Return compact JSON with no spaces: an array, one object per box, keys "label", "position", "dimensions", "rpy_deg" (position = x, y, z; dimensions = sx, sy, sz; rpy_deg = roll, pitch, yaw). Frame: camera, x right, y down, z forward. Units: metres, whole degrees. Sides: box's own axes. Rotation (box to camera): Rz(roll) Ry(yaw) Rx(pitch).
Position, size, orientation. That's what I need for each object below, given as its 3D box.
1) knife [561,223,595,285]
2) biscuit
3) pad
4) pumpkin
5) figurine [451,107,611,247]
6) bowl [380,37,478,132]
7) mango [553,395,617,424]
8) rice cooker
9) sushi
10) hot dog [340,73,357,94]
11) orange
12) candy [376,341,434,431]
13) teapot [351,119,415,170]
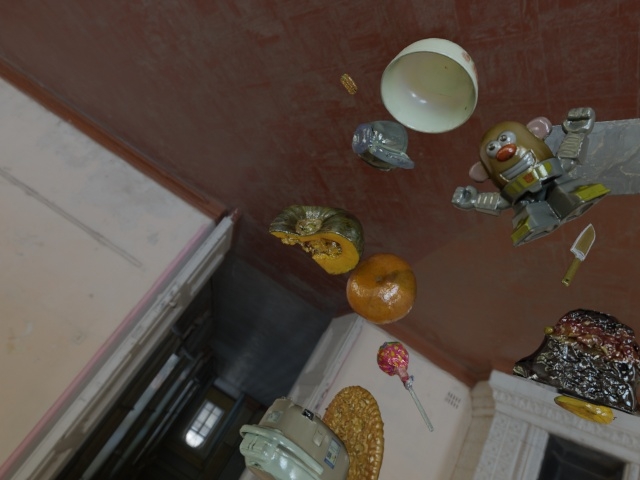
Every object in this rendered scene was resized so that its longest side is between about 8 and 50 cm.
[{"label":"knife","position":[0.729,0.033,1.197],"dimensions":[0.046,0.256,0.022],"rpy_deg":[41,151,9]},{"label":"biscuit","position":[0.054,0.442,0.915],"dimensions":[0.035,0.254,0.254],"rpy_deg":[23,159,-23]},{"label":"pad","position":[0.901,-0.261,1.375],"dimensions":[0.366,0.007,0.248],"rpy_deg":[-3,108,3]},{"label":"pumpkin","position":[0.000,-0.001,1.333],"dimensions":[0.280,0.139,0.190],"rpy_deg":[4,136,13]},{"label":"figurine","position":[0.484,-0.157,1.003],"dimensions":[0.285,0.342,0.167],"rpy_deg":[68,-170,23]},{"label":"bowl","position":[0.323,-0.460,1.223],"dimensions":[0.276,0.145,0.277],"rpy_deg":[22,153,12]},{"label":"mango","position":[0.895,0.568,1.439],"dimensions":[0.187,0.066,0.101],"rpy_deg":[9,149,28]},{"label":"rice cooker","position":[-0.038,0.362,0.717],"dimensions":[0.145,0.127,0.206],"rpy_deg":[-17,117,45]},{"label":"sushi","position":[0.480,0.206,0.757],"dimensions":[0.153,0.151,0.172],"rpy_deg":[28,166,-30]},{"label":"hot dog","position":[0.098,-0.533,1.447],"dimensions":[0.037,0.021,0.083],"rpy_deg":[-41,72,35]},{"label":"orange","position":[0.201,0.157,1.375],"dimensions":[0.239,0.240,0.171],"rpy_deg":[13,150,35]},{"label":"candy","position":[0.294,0.491,1.449],"dimensions":[0.124,0.124,0.365],"rpy_deg":[52,-173,-33]},{"label":"teapot","position":[0.127,-0.201,0.938],"dimensions":[0.108,0.149,0.111],"rpy_deg":[5,150,-33]}]
